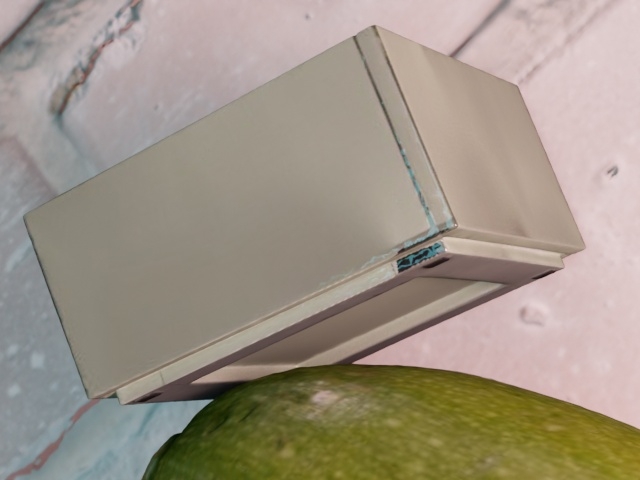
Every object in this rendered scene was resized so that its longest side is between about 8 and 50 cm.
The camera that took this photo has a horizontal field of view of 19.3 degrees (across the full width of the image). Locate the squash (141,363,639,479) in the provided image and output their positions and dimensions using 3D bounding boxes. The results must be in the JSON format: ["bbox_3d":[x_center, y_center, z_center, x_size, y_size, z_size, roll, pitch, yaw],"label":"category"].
[{"bbox_3d":[0.047,0.202,1.025,0.309,0.310,0.310,27,99,41],"label":"squash"}]

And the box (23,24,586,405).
[{"bbox_3d":[0.000,0.000,1.052,0.225,0.225,0.117,-27,76,21],"label":"box"}]
